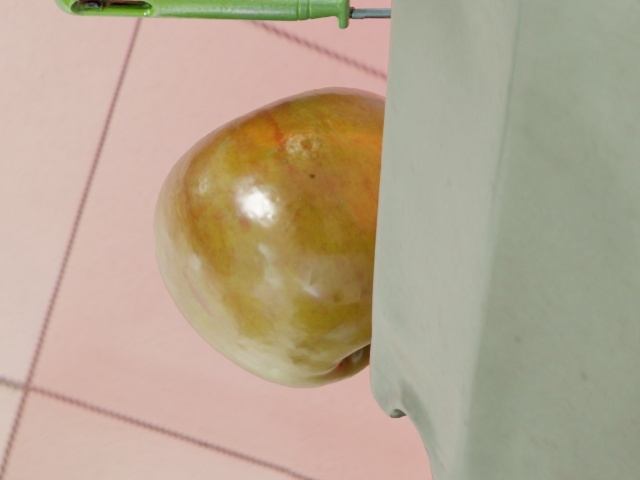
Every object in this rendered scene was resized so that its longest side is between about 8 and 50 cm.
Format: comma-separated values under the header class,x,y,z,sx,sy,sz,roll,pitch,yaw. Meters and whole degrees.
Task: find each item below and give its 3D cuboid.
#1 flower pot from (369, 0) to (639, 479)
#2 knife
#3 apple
class,x,y,z,sx,sy,sz,roll,pitch,yaw
flower pot,0.114,-0.056,0.421,0.290,0.259,0.290,6,38,-5
knife,-0.026,-0.121,0.812,0.212,0.054,0.015,1,67,1
apple,0.000,0.000,0.936,0.182,0.182,0.155,-23,86,-27
